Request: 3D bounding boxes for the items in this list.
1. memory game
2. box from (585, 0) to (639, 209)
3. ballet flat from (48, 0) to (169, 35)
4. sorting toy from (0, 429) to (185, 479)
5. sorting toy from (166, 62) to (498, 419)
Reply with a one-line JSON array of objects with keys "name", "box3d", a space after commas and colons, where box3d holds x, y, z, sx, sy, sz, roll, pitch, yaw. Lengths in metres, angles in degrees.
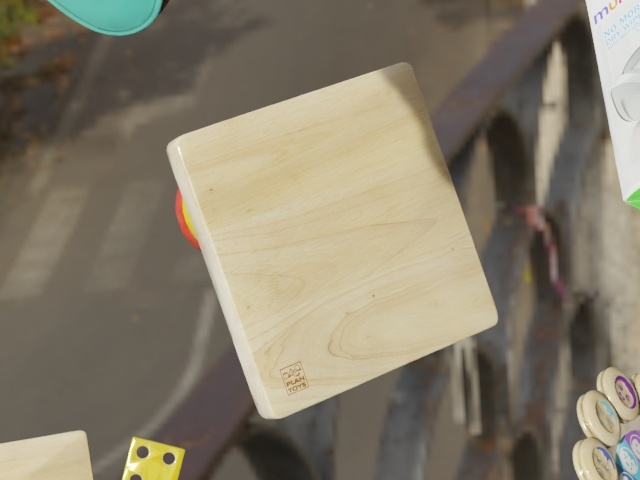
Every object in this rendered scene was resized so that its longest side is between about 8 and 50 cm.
[{"name": "memory game", "box3d": [0.218, 0.163, 1.156, 0.012, 0.186, 0.186, -31, 6, 34]}, {"name": "box", "box3d": [0.350, -0.160, 1.425, 0.127, 0.262, 0.231, 25, 44, -30]}, {"name": "ballet flat", "box3d": [-0.142, -0.201, 0.835, 0.083, 0.247, 0.087, -26, 39, 17]}, {"name": "sorting toy", "box3d": [-0.246, 0.234, 1.587, 0.274, 0.132, 0.046, -9, 0, -6]}, {"name": "sorting toy", "box3d": [0.000, 0.000, 1.673, 0.257, 0.255, 0.089, -21, 3, -31]}]
